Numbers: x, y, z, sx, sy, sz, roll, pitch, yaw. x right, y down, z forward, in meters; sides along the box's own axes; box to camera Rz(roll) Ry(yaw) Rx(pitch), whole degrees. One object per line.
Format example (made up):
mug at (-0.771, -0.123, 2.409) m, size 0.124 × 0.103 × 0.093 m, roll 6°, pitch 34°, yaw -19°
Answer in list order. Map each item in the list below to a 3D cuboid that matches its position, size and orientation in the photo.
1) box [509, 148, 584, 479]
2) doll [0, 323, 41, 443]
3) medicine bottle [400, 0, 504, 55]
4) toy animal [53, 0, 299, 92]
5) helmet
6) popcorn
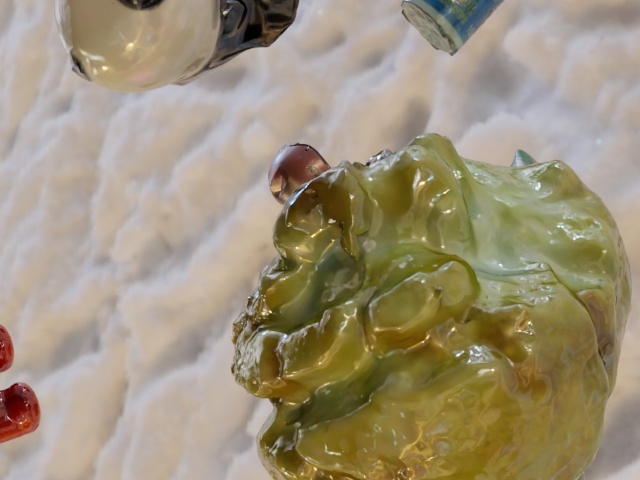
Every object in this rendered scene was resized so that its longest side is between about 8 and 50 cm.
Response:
box at (0.153, 0.135, 1.067) m, size 0.264 × 0.106 × 0.337 m, roll -79°, pitch -20°, yaw -61°
doll at (-0.323, 0.127, 0.919) m, size 0.142 × 0.245 × 0.076 m, roll 61°, pitch 149°, yaw 26°
medicine bottle at (0.132, -0.206, 0.867) m, size 0.191 × 0.051 × 0.051 m, roll -48°, pitch 39°, yaw -3°
toy animal at (-0.123, -0.194, 1.049) m, size 0.166 × 0.179 × 0.138 m, roll -46°, pitch 72°, yaw 34°
helmet at (-0.026, -0.055, 1.277) m, size 0.049 × 0.065 × 0.084 m, roll -46°, pitch 12°, yaw -23°
popcorn at (0.056, 0.051, 0.661) m, size 0.183 × 0.221 × 0.204 m, roll 37°, pitch 118°, yaw 7°
